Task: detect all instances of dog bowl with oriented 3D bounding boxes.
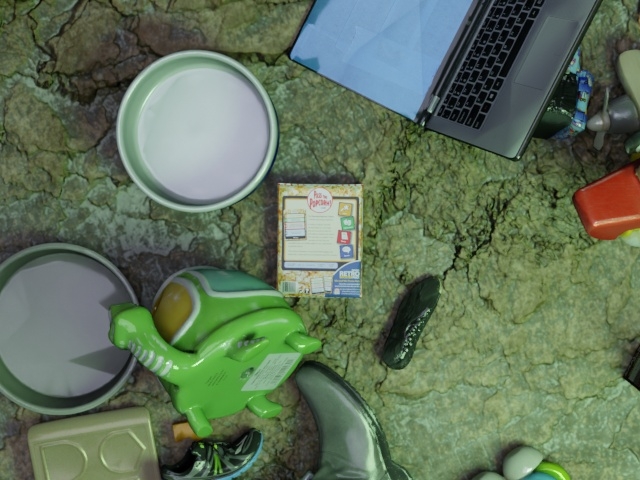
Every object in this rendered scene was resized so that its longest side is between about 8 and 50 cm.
[{"bbox_3d":[-0.200,-0.179,1.873,0.264,0.104,0.265,0,92,3],"label":"dog bowl"}]

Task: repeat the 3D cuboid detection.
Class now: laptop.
[{"bbox_3d":[0.207,-0.380,1.789,0.236,0.408,0.382,24,94,-32],"label":"laptop"}]

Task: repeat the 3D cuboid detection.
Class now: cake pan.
[{"bbox_3d":[-0.444,0.149,1.921,0.293,0.054,0.293,0,92,3],"label":"cake pan"}]

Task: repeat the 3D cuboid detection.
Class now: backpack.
[{"bbox_3d":[0.373,-0.262,1.825,0.116,0.158,0.173,11,81,-6],"label":"backpack"}]

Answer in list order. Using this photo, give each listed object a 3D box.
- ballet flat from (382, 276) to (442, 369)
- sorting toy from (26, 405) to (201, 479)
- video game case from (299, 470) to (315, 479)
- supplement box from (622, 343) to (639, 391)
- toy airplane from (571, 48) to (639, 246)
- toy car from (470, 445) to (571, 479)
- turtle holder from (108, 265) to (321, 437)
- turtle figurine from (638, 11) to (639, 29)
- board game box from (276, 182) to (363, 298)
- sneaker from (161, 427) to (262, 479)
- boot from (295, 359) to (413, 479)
[{"bbox_3d":[0.156,0.139,1.905,0.057,0.049,0.173,28,89,34],"label":"ballet flat"},{"bbox_3d":[-0.334,0.403,1.936,0.307,0.041,0.229,-9,94,-3],"label":"sorting toy"},{"bbox_3d":[-0.002,0.523,1.919,0.201,0.023,0.183,40,93,-5],"label":"video game case"},{"bbox_3d":[0.576,0.238,1.783,0.130,0.239,0.073,28,94,2],"label":"supplement box"},{"bbox_3d":[0.582,-0.080,1.790,0.384,0.272,0.386,30,57,-9],"label":"toy airplane"},{"bbox_3d":[0.338,0.442,1.853,0.182,0.136,0.159,-35,90,3],"label":"toy car"},{"bbox_3d":[-0.186,0.167,1.798,0.320,0.243,0.227,-21,55,-30],"label":"turtle holder"},{"bbox_3d":[0.669,-0.413,1.833,0.217,0.087,0.270,35,93,1],"label":"turtle figurine"},{"bbox_3d":[0.000,0.000,1.899,0.146,0.045,0.194,1,92,3],"label":"board game box"},{"bbox_3d":[-0.182,0.367,1.889,0.188,0.067,0.078,-25,107,-13],"label":"sneaker"},{"bbox_3d":[0.009,0.383,1.836,0.222,0.118,0.338,-34,88,-23],"label":"boot"}]
